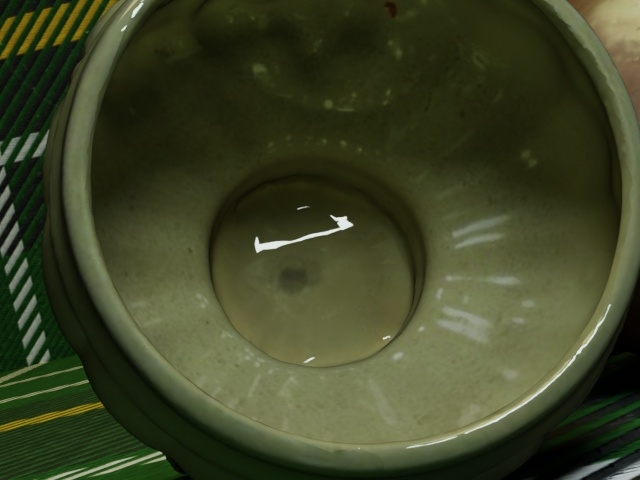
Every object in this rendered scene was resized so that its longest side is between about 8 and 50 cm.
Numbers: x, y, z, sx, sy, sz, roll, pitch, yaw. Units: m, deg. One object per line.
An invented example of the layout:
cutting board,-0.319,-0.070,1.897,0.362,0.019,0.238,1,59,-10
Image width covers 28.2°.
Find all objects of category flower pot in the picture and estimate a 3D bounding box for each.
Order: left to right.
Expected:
flower pot,0.000,0.000,0.684,0.307,0.308,0.244,-14,-15,-14

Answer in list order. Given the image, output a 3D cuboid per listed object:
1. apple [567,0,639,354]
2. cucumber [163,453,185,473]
apple,0.250,-0.065,0.821,0.235,0.306,0.305,-7,4,40
cucumber,0.001,0.107,0.899,0.245,0.067,0.067,-12,0,-28
